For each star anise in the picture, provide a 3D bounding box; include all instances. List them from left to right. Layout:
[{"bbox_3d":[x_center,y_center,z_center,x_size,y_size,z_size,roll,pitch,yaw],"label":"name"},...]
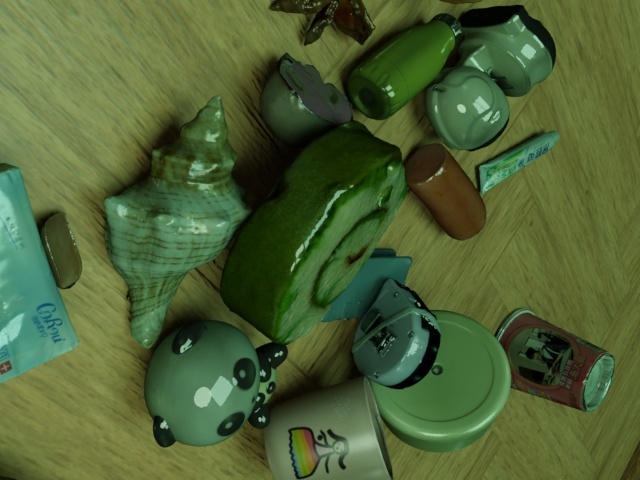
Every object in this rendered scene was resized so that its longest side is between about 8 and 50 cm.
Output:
[{"bbox_3d":[0.023,-0.420,1.124,0.212,0.111,0.196,11,88,-38],"label":"star anise"}]

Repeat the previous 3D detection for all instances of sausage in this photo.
[{"bbox_3d":[0.276,-0.092,1.452,0.259,0.114,0.113,42,73,-42],"label":"sausage"}]

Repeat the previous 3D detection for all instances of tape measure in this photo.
[{"bbox_3d":[0.144,0.191,1.321,0.107,0.181,0.182,29,98,-30],"label":"tape measure"}]

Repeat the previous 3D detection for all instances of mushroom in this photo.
[{"bbox_3d":[-0.033,-0.213,1.120,0.117,0.141,0.188,-46,151,18],"label":"mushroom"}]

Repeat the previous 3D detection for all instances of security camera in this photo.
[{"bbox_3d":[0.328,-0.313,1.384,0.191,0.197,0.277,43,79,-32],"label":"security camera"}]

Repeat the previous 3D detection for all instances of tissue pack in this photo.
[{"bbox_3d":[-0.427,0.052,0.849,0.177,0.089,0.263,-28,121,-37],"label":"tissue pack"}]

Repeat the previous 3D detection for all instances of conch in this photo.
[{"bbox_3d":[-0.212,-0.022,0.982,0.203,0.169,0.386,18,88,-19],"label":"conch"}]

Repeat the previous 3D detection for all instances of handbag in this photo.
[{"bbox_3d":[0.084,0.089,1.367,0.221,0.057,0.144,0,109,-45],"label":"handbag"}]

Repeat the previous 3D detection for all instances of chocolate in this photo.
[{"bbox_3d":[-0.361,0.015,0.930,0.064,0.031,0.100,-79,160,-64],"label":"chocolate"}]

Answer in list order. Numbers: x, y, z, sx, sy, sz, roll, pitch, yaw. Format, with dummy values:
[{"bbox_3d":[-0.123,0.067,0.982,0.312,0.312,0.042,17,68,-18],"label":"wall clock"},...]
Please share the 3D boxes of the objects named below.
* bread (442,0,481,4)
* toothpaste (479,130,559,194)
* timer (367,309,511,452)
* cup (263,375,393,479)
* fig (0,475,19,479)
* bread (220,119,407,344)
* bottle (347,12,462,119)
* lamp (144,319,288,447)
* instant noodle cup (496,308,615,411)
[{"bbox_3d":[0.195,-0.527,1.223,0.260,0.134,0.129,51,50,-16],"label":"bread"},{"bbox_3d":[0.481,-0.201,1.658,0.297,0.048,0.074,-30,124,-29],"label":"toothpaste"},{"bbox_3d":[0.252,0.348,1.489,0.291,0.291,0.315,-46,149,-23],"label":"timer"},{"bbox_3d":[0.020,0.397,1.245,0.191,0.200,0.252,39,34,-80],"label":"cup"},{"bbox_3d":[-0.432,0.459,0.794,0.343,0.343,0.343,-15,112,-40],"label":"fig"},{"bbox_3d":[0.000,0.000,1.114,0.366,0.129,0.382,-30,150,-56],"label":"bread"},{"bbox_3d":[0.167,-0.334,1.272,0.260,0.112,0.112,-43,128,-26],"label":"bottle"},{"bbox_3d":[-0.165,0.226,1.093,0.244,0.198,0.197,15,92,-53],"label":"lamp"},{"bbox_3d":[0.614,0.327,1.798,0.244,0.255,0.243,-18,117,-39],"label":"instant noodle cup"}]
